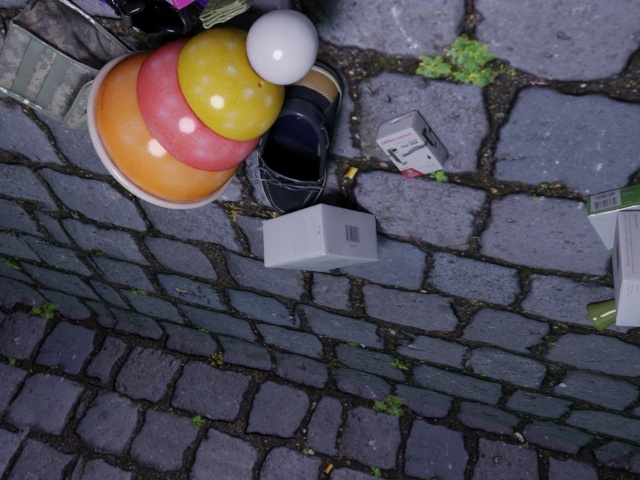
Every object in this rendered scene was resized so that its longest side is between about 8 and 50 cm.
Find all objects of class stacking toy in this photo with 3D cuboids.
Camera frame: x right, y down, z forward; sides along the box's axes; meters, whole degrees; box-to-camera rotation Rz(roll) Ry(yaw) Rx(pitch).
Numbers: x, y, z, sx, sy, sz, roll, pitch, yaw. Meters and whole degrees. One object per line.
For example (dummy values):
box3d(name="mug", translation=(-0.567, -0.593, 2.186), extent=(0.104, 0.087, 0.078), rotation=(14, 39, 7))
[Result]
box3d(name="stacking toy", translation=(-0.184, -0.272, 0.973), extent=(0.480, 0.350, 0.351), rotation=(-15, 134, 44))

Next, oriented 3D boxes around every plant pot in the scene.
box3d(name="plant pot", translation=(0.795, 0.197, 1.428), extent=(0.083, 0.083, 0.079), rotation=(33, 133, -20))

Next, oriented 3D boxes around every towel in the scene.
box3d(name="towel", translation=(-0.148, -0.437, 0.909), extent=(0.110, 0.148, 0.027), rotation=(-4, 147, 32))

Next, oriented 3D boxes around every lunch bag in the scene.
box3d(name="lunch bag", translation=(-0.566, -0.384, 1.198), extent=(0.287, 0.168, 0.235), rotation=(30, 144, -29))

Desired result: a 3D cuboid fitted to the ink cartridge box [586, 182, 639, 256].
box3d(name="ink cartridge box", translation=(0.687, -0.028, 1.153), extent=(0.109, 0.062, 0.209), rotation=(-16, 133, 41))

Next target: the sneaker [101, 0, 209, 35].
box3d(name="sneaker", translation=(-0.354, -0.462, 0.981), extent=(0.294, 0.146, 0.102), rotation=(15, 147, 6))

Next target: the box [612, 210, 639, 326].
box3d(name="box", translation=(0.674, 0.060, 1.061), extent=(0.119, 0.180, 0.181), rotation=(0, 142, 26))

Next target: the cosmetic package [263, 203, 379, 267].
box3d(name="cosmetic package", translation=(0.000, 0.000, 1.413), extent=(0.225, 0.138, 0.224), rotation=(-15, 164, 40))

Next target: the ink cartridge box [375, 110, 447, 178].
box3d(name="ink cartridge box", translation=(0.202, -0.209, 1.147), extent=(0.099, 0.056, 0.135), rotation=(-14, 136, 42))

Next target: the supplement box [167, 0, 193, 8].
box3d(name="supplement box", translation=(-0.247, -0.474, 0.837), extent=(0.220, 0.111, 0.113), rotation=(45, 167, 40))

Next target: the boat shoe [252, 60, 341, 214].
box3d(name="boat shoe", translation=(-0.068, -0.192, 1.229), extent=(0.187, 0.155, 0.500), rotation=(19, 149, -2))
